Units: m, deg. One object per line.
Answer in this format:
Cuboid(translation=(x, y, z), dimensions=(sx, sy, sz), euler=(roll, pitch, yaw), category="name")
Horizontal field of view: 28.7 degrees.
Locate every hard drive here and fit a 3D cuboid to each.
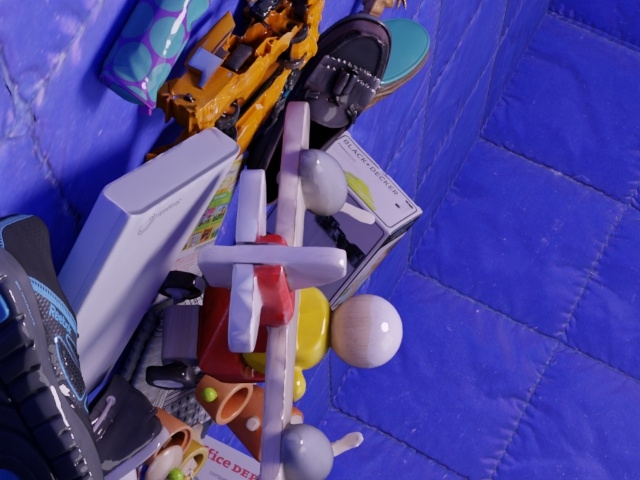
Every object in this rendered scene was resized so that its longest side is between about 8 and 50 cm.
Cuboid(translation=(-0.222, 0.058, 1.297), dimensions=(0.353, 0.047, 0.233), euler=(-58, 173, 29), category="hard drive")

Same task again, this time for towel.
Cuboid(translation=(-0.170, 0.184, 1.731), dimensions=(0.312, 0.056, 0.324), euler=(-22, 143, -54), category="towel")

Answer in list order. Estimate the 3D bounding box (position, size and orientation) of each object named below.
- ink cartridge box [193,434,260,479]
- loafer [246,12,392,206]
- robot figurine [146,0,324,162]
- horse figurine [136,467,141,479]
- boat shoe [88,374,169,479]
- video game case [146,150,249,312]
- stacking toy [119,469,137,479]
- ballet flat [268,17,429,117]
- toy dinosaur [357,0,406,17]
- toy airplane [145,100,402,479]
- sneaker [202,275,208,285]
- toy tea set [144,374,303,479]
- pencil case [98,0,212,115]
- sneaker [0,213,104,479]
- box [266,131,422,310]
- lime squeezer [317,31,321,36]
Cuboid(translation=(-0.199, 0.485, 2.075), dimensions=(0.289, 0.211, 0.121), euler=(-60, 166, -22), category="ink cartridge box")
Cuboid(translation=(-0.003, -0.155, 1.597), dimensions=(0.302, 0.109, 0.095), euler=(-49, -153, 40), category="loafer")
Cuboid(translation=(-0.088, -0.195, 1.421), dimensions=(0.291, 0.085, 0.211), euler=(-54, 165, -36), category="robot figurine")
Cuboid(translation=(-0.260, 0.380, 1.943), dimensions=(0.263, 0.066, 0.174), euler=(-45, 152, -51), category="horse figurine")
Cuboid(translation=(-0.320, 0.279, 1.386), dimensions=(0.335, 0.095, 0.112), euler=(-39, -171, -27), category="boat shoe")
Cuboid(translation=(-0.174, -0.013, 1.581), dimensions=(0.206, 0.026, 0.227), euler=(-67, 167, 16), category="video game case")
Cuboid(translation=(-0.322, 0.462, 1.489), dimensions=(0.350, 0.350, 0.480), euler=(58, 39, -76), category="stacking toy")
Cuboid(translation=(0.032, -0.213, 1.822), dimensions=(0.342, 0.116, 0.124), euler=(-44, 171, -41), category="ballet flat")
Cuboid(translation=(0.091, -0.372, 1.879), dimensions=(0.212, 0.064, 0.112), euler=(-68, 167, 15), category="toy dinosaur")
Cuboid(translation=(-0.030, 0.076, 1.393), dimensions=(0.384, 0.272, 0.386), euler=(-110, -147, -64), category="toy airplane")
Cuboid(translation=(-0.151, 0.107, 1.818), dimensions=(0.188, 0.071, 0.066), euler=(-69, 168, 20), category="sneaker")
Cuboid(translation=(-0.122, 0.267, 1.731), dimensions=(0.336, 0.124, 0.200), euler=(-29, 146, -43), category="toy tea set")
Cuboid(translation=(-0.150, -0.200, 1.187), dimensions=(0.152, 0.064, 0.070), euler=(-62, 152, -9), category="pencil case")
Cuboid(translation=(-0.249, 0.139, 1.129), dimensions=(0.140, 0.125, 0.341), euler=(-64, 150, -61), category="sneaker")
Cuboid(translation=(0.000, 0.000, 1.819), dimensions=(0.087, 0.169, 0.290), euler=(-31, 165, -46), category="box")
Cuboid(translation=(-0.016, -0.285, 1.599), dimensions=(0.310, 0.058, 0.110), euler=(79, 22, -51), category="lime squeezer")
